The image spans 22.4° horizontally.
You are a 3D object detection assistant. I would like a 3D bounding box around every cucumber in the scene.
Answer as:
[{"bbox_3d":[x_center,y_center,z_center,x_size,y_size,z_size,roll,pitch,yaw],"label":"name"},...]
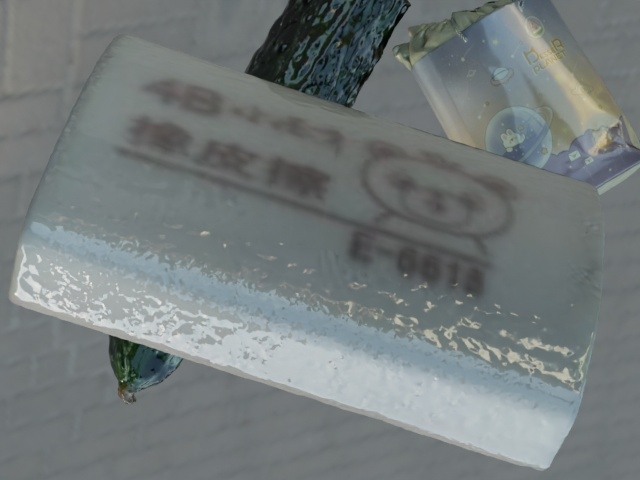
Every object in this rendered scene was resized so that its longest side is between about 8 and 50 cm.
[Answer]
[{"bbox_3d":[-0.046,-0.037,0.946,0.294,0.067,0.067,-58,147,-8],"label":"cucumber"}]

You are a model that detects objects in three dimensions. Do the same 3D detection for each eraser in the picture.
[{"bbox_3d":[0.000,0.000,0.807,0.270,0.174,0.095,17,130,-1],"label":"eraser"}]

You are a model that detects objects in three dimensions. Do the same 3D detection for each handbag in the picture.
[{"bbox_3d":[0.140,-0.099,1.143,0.117,0.173,0.095,-30,173,-8],"label":"handbag"}]
